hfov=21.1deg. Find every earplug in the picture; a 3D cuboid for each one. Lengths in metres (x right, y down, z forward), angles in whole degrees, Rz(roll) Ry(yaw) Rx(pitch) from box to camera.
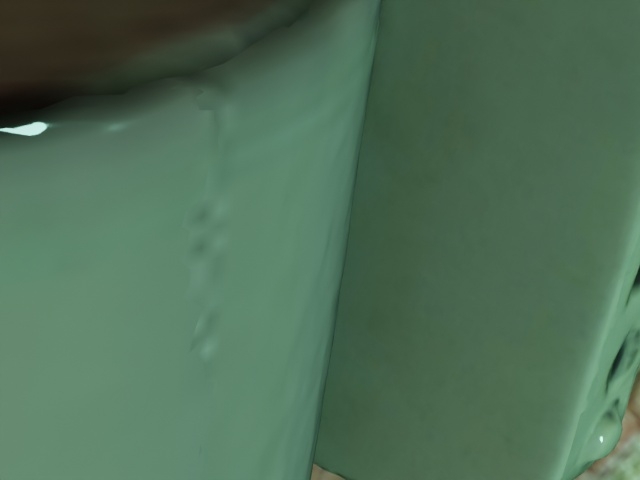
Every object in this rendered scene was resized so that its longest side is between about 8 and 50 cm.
[{"bbox_3d":[-0.149,0.057,0.568,0.313,0.312,0.394,6,122,1],"label":"earplug"}]

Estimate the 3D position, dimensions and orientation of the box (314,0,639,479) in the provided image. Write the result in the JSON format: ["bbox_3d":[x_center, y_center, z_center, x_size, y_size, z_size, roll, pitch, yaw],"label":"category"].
[{"bbox_3d":[-0.018,-0.108,0.681,0.373,0.090,0.367,23,116,21],"label":"box"}]
